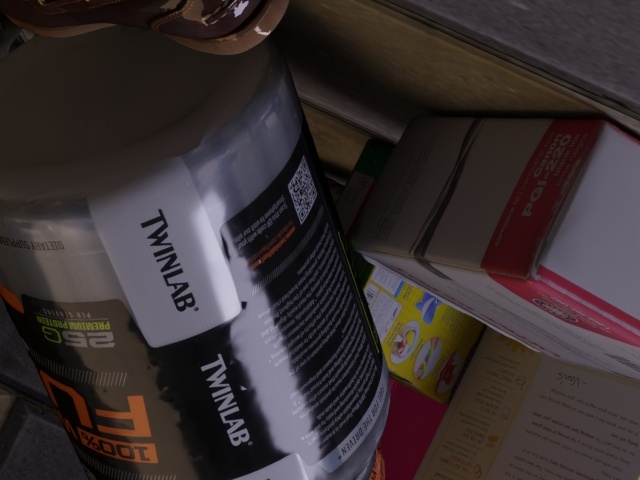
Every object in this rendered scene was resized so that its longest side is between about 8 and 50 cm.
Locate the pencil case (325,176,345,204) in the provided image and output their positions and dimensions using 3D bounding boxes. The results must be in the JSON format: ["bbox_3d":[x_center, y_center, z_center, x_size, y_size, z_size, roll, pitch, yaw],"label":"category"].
[{"bbox_3d":[0.000,0.000,1.420,0.206,0.088,0.086,28,-151,34],"label":"pencil case"}]

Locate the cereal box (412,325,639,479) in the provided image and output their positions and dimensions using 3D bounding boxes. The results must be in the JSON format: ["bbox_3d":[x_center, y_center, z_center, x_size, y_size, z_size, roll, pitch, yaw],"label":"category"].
[{"bbox_3d":[0.162,0.141,1.296,0.173,0.240,0.047,21,172,44],"label":"cereal box"}]

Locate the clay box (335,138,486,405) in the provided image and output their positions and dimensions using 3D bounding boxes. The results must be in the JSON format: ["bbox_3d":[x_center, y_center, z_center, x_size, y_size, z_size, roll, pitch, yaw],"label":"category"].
[{"bbox_3d":[0.066,0.030,1.292,0.053,0.127,0.222,23,173,29],"label":"clay box"}]

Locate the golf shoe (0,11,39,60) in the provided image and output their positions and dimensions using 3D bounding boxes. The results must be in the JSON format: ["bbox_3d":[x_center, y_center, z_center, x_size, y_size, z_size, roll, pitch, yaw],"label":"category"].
[{"bbox_3d":[-0.269,-0.145,1.478,0.086,0.067,0.186,28,174,-29],"label":"golf shoe"}]

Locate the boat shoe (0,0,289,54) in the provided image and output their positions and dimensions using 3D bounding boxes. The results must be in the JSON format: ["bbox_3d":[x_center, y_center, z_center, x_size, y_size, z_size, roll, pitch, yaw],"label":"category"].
[{"bbox_3d":[-0.105,-0.137,0.880,0.207,0.073,0.073,10,163,43],"label":"boat shoe"}]

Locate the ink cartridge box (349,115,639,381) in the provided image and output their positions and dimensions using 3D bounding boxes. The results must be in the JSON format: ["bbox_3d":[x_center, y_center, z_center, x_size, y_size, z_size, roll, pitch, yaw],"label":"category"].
[{"bbox_3d":[0.135,0.007,0.989,0.158,0.092,0.218,29,172,-21],"label":"ink cartridge box"}]

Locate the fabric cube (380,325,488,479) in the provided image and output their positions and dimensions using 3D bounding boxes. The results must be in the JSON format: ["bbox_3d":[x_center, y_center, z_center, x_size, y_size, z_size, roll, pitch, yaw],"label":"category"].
[{"bbox_3d":[0.171,0.183,1.550,0.258,0.254,0.259,25,174,7],"label":"fabric cube"}]

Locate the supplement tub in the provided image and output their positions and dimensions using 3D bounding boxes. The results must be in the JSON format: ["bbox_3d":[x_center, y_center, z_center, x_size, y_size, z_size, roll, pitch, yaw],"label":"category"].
[{"bbox_3d":[-0.073,0.038,1.074,0.193,0.193,0.316,20,141,42],"label":"supplement tub"}]
